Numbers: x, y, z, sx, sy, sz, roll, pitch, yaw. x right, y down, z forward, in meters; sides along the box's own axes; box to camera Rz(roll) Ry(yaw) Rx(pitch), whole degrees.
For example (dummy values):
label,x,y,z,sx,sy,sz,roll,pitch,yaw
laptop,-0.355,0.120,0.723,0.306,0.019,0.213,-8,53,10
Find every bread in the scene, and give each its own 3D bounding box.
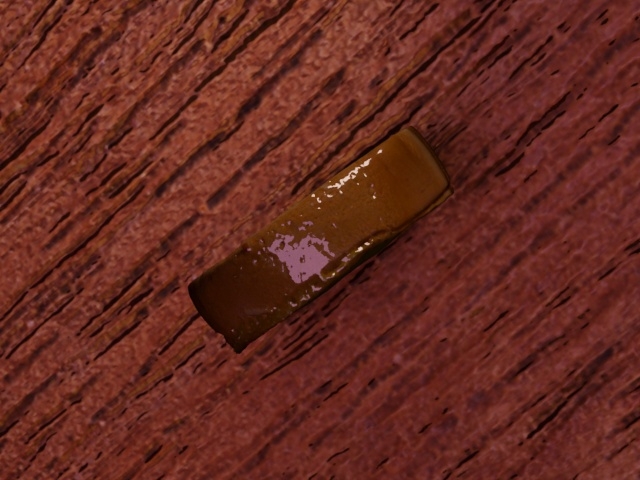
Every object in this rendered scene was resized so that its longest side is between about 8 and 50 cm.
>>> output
label,x,y,z,sx,sy,sz,roll,pitch,yaw
bread,0.000,0.000,1.439,0.236,0.236,0.070,-36,91,22
